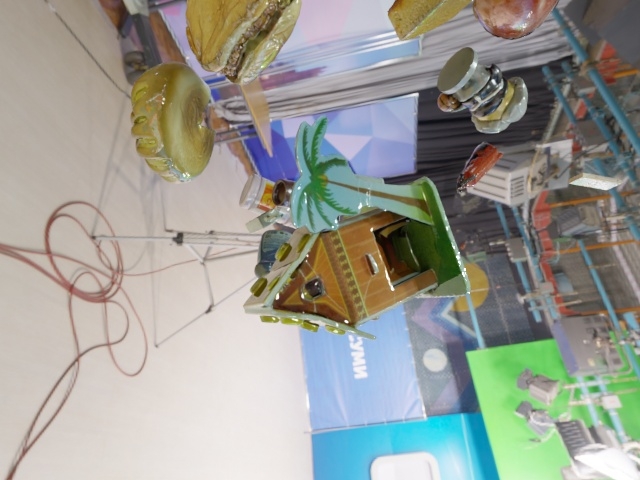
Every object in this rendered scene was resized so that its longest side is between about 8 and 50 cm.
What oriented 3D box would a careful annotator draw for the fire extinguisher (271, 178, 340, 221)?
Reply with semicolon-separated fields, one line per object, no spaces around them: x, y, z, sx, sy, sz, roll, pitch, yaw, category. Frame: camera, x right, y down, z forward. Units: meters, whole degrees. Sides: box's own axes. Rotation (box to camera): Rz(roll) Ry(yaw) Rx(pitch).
-0.016;-0.097;1.114;0.231;0.071;0.099;8;78;-38;fire extinguisher

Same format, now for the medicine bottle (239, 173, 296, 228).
-0.159;-0.136;1.523;0.133;0.249;0.133;-48;-151;38;medicine bottle

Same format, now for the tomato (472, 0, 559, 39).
0.388;-0.528;0.826;0.155;0.180;0.214;-15;130;-51;tomato

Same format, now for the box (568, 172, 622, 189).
0.571;-0.123;0.869;0.046;0.083;0.012;108;-7;-80;box

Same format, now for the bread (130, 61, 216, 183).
-0.411;-0.316;1.152;0.333;0.159;0.334;10;90;-81;bread

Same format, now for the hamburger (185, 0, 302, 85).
-0.166;-0.487;0.880;0.144;0.283;0.260;-5;72;-40;hamburger

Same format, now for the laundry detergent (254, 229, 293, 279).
-0.113;0.045;1.030;0.206;0.096;0.061;-85;-165;-60;laundry detergent

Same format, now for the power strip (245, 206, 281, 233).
-0.167;-0.062;1.270;0.175;0.075;0.042;-15;-74;59;power strip

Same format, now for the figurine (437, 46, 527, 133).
0.422;-0.376;1.092;0.176;0.236;0.133;-34;-139;52;figurine

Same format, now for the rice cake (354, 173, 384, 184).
0.132;-0.208;1.419;0.030;0.179;0.042;121;-28;-56;rice cake

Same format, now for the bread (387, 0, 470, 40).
0.314;-0.632;1.045;0.114;0.184;0.274;63;-20;-9;bread

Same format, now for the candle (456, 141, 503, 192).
0.440;-0.208;1.184;0.301;0.084;0.059;-41;124;-40;candle

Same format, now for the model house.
0.000;0.000;0.715;0.300;0.323;0.341;-19;-88;64;model house
